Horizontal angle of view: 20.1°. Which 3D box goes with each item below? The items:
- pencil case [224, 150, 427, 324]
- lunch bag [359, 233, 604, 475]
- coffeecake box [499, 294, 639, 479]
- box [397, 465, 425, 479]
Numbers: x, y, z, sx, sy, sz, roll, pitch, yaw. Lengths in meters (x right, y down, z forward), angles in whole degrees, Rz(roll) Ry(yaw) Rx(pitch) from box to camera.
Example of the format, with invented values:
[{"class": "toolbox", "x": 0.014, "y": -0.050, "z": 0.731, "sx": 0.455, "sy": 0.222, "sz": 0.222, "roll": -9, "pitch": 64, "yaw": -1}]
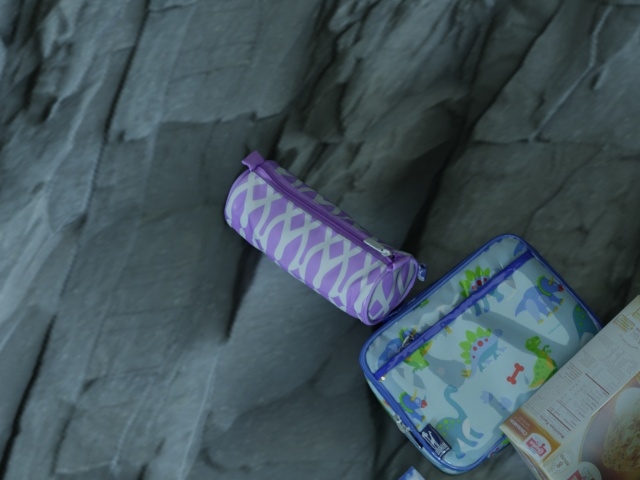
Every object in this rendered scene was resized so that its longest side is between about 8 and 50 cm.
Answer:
[{"class": "pencil case", "x": 0.000, "y": 0.000, "z": 1.779, "sx": 0.206, "sy": 0.088, "sz": 0.086, "roll": 33, "pitch": 57, "yaw": 23}, {"class": "lunch bag", "x": 0.157, "y": 0.111, "z": 1.779, "sx": 0.219, "sy": 0.090, "sz": 0.176, "roll": -37, "pitch": 78, "yaw": -5}, {"class": "coffeecake box", "x": 0.279, "y": 0.166, "z": 1.731, "sx": 0.185, "sy": 0.142, "sz": 0.068, "roll": -43, "pitch": 48, "yaw": -5}, {"class": "box", "x": 0.060, "y": 0.320, "z": 1.768, "sx": 0.178, "sy": 0.042, "sz": 0.109, "roll": -43, "pitch": 82, "yaw": -5}]
